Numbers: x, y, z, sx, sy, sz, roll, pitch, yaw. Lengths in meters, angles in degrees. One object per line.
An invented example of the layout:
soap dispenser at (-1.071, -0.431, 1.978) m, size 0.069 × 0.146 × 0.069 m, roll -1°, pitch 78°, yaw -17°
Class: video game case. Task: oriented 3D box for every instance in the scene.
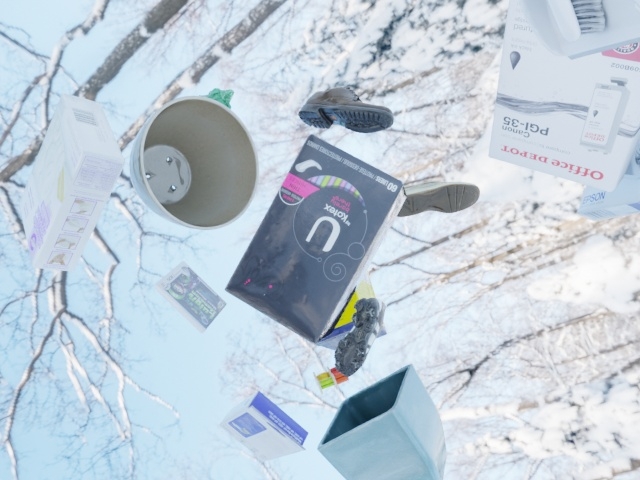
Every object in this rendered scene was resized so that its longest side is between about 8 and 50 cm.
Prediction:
video game case at (-0.373, 0.160, 1.615) m, size 0.190 × 0.022 × 0.173 m, roll 46°, pitch -157°, yaw -6°

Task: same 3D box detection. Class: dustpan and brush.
dustpan and brush at (0.235, -0.274, 0.565) m, size 0.211 × 0.060 × 0.147 m, roll 57°, pitch 172°, yaw -15°

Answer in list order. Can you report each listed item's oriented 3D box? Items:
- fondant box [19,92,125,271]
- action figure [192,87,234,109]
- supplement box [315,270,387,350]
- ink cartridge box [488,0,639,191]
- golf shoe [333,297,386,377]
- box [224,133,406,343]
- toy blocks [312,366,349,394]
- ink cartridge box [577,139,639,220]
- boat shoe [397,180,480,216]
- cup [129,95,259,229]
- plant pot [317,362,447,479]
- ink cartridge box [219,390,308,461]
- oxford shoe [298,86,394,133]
fondant box at (-0.578, -0.128, 1.269) m, size 0.096 × 0.330 × 0.238 m, roll 8°, pitch -144°, yaw -43°
action figure at (-0.331, -0.415, 1.712) m, size 0.137 × 0.232 × 0.063 m, roll 54°, pitch -124°, yaw -19°
supplement box at (0.058, 0.169, 1.873) m, size 0.194 × 0.195 × 0.356 m, roll 34°, pitch -144°, yaw -57°
ink cartridge box at (0.376, -0.232, 0.811) m, size 0.117 × 0.207 × 0.283 m, roll -49°, pitch -33°, yaw -32°
golf shoe at (0.099, 0.219, 1.253) m, size 0.077 × 0.198 × 0.094 m, roll 34°, pitch -159°, yaw 30°
box at (0.000, 0.000, 0.869) m, size 0.165 × 0.270 × 0.143 m, roll 29°, pitch -177°, yaw 11°
toy blocks at (0.057, 0.437, 1.799) m, size 0.123 × 0.148 × 0.054 m, roll -155°, pitch 46°, yaw -78°
ink cartridge box at (0.533, -0.151, 0.911) m, size 0.045 × 0.223 × 0.224 m, roll 22°, pitch -98°, yaw -6°
boat shoe at (0.363, -0.148, 1.801) m, size 0.098 × 0.302 × 0.109 m, roll -106°, pitch 8°, yaw -57°
cup at (-0.362, -0.185, 1.451) m, size 0.331 × 0.237 × 0.331 m, roll 4°, pitch -95°, yaw -42°
plant pot at (0.189, 0.518, 1.419) m, size 0.252 × 0.248 × 0.247 m, roll 54°, pitch -157°, yaw 0°
ink cartridge box at (-0.139, 0.469, 1.393) m, size 0.165 × 0.332 × 0.065 m, roll 41°, pitch -123°, yaw -2°
oxford shoe at (0.062, -0.292, 1.198) m, size 0.096 × 0.227 × 0.083 m, roll -63°, pitch -32°, yaw -17°
